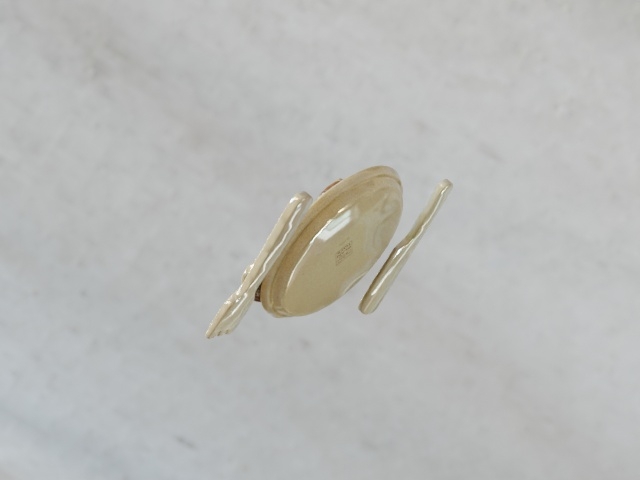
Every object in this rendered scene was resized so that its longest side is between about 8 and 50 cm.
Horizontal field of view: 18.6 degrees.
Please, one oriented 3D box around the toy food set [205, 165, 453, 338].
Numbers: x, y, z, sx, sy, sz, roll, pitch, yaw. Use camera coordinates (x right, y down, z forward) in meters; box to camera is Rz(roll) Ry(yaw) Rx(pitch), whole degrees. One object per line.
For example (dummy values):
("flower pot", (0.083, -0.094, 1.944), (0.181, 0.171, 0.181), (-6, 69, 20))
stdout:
("toy food set", (0.000, 0.000, 1.266), (0.038, 0.132, 0.192), (43, -156, 24))
